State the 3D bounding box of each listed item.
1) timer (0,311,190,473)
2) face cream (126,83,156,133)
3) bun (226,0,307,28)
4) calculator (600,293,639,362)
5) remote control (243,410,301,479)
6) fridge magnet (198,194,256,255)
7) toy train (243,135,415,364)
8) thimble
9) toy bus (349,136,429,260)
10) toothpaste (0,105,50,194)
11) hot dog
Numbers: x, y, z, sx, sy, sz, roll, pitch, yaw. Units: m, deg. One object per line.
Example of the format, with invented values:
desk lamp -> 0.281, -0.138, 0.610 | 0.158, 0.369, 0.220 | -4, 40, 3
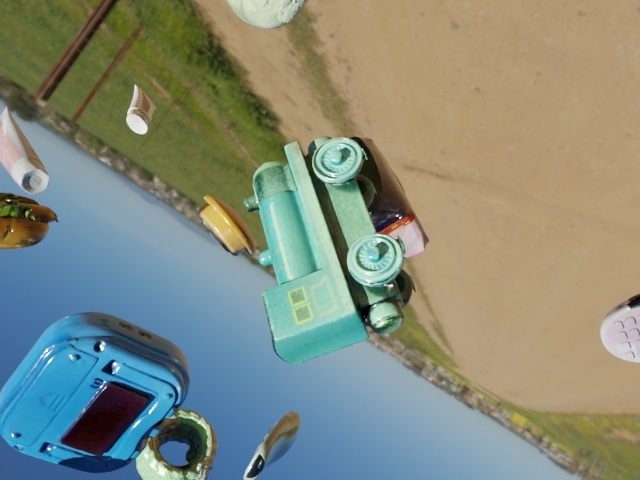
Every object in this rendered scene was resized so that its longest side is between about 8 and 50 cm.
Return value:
timer -> -0.444, 0.312, 1.273 | 0.309, 0.340, 0.115 | 32, -163, -31
face cream -> -0.202, -0.148, 0.724 | 0.038, 0.020, 0.115 | 49, -171, -27
bun -> -0.154, -0.658, 1.518 | 0.293, 0.293, 0.187 | 29, -152, 31
calculator -> 0.370, 0.081, 0.648 | 0.165, 0.024, 0.103 | -18, 122, 24
remote control -> -0.081, 0.364, 1.139 | 0.045, 0.098, 0.256 | 29, -174, 12
fridge magnet -> -0.175, -0.025, 1.207 | 0.143, 0.063, 0.143 | 50, 172, 10
toy train -> 0.000, 0.000, 0.842 | 0.120, 0.194, 0.298 | 62, -171, -58
thimble -> -0.389, 0.583, 1.757 | 0.218, 0.219, 0.150 | 32, 131, 9
toy bus -> 0.102, -0.078, 1.265 | 0.147, 0.127, 0.303 | 48, -166, -32
toothpaste -> -0.443, -0.128, 0.929 | 0.194, 0.067, 0.042 | 42, -169, 38
hot dog -> -0.653, -0.041, 1.156 | 0.337, 0.100, 0.135 | -5, -147, -32
